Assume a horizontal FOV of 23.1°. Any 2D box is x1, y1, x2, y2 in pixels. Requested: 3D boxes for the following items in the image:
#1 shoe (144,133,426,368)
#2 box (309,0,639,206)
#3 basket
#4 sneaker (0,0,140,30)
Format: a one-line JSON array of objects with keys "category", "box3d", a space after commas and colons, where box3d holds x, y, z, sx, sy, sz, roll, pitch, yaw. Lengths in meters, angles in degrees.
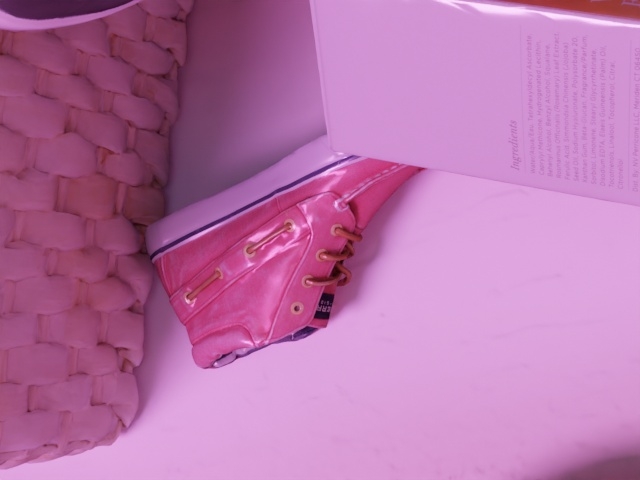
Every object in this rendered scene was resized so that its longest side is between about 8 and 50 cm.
[{"category": "shoe", "box3d": [0.000, 0.000, 0.765, 0.178, 0.063, 0.081, -25, 81, 23]}, {"category": "box", "box3d": [0.100, -0.096, 0.678, 0.170, 0.130, 0.091, 11, 133, 22]}, {"category": "basket", "box3d": [-0.250, -0.065, 0.727, 0.266, 0.331, 0.328, 8, 89, 21]}, {"category": "sneaker", "box3d": [-0.010, -0.170, 0.632, 0.147, 0.295, 0.105, 13, 130, 48]}]
